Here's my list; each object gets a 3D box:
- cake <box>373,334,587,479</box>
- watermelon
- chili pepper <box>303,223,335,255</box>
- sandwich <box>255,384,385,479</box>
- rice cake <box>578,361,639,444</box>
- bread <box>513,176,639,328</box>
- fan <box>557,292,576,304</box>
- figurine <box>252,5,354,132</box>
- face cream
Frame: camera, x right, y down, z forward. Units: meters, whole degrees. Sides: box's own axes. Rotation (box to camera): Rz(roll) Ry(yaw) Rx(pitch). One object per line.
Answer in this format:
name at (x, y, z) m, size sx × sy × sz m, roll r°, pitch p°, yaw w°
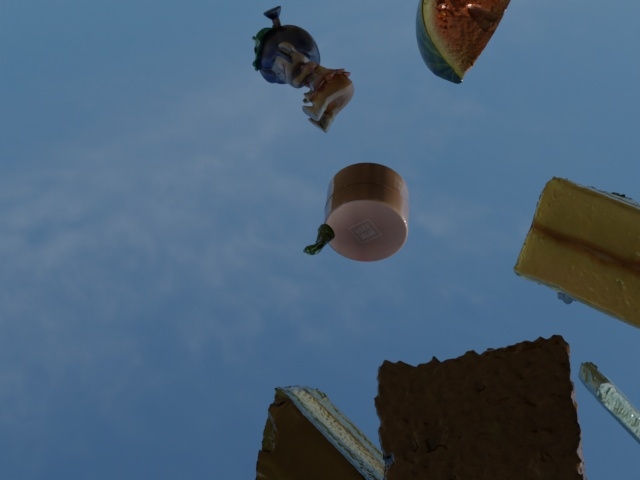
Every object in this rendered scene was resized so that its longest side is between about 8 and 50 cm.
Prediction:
cake at (0.213, 0.300, 1.477) m, size 0.256 × 0.290 × 0.282 m, roll -6°, pitch -122°, yaw 8°
watermelon at (0.250, -0.427, 2.258) m, size 0.159 × 0.128 × 0.303 m, roll 33°, pitch -122°, yaw -5°
chili pepper at (0.001, 0.001, 1.926) m, size 0.034 × 0.030 × 0.091 m, roll 23°, pitch -146°, yaw 8°
sandwich at (0.027, 0.331, 1.643) m, size 0.198 × 0.227 × 0.155 m, roll 5°, pitch 176°, yaw 22°
rice cake at (0.512, 0.292, 1.928) m, size 0.040 × 0.226 × 0.085 m, roll -44°, pitch -161°, yaw 5°
bread at (0.411, 0.022, 1.637) m, size 0.163 × 0.167 × 0.264 m, roll 15°, pitch -171°, yaw -16°
fan at (0.469, 0.010, 2.177) m, size 0.009 × 0.220 × 0.132 m, roll 4°, pitch 177°, yaw -9°
figurine at (-0.027, -0.256, 1.748) m, size 0.102 × 0.111 × 0.195 m, roll -44°, pitch -114°, yaw -6°
face cream at (0.081, -0.050, 2.048) m, size 0.149 × 0.149 × 0.104 m, roll -2°, pitch -138°, yaw 8°
